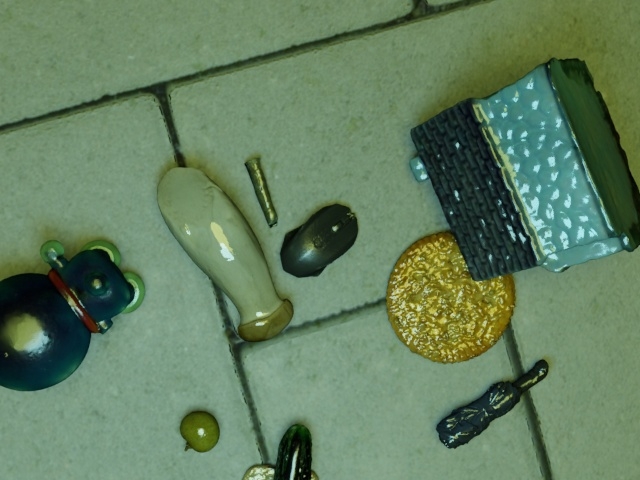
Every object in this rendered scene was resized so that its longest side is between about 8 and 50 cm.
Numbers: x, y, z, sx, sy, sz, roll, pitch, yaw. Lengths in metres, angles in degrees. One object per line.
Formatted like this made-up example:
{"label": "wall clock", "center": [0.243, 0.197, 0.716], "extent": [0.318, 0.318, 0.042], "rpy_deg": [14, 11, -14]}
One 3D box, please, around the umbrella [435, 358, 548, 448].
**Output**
{"label": "umbrella", "center": [0.328, 0.306, 1.743], "extent": [0.248, 0.071, 0.071], "rpy_deg": [-29, 93, -9]}

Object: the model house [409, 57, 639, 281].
{"label": "model house", "center": [0.355, -0.097, 1.676], "extent": [0.339, 0.297, 0.360], "rpy_deg": [-23, 91, 28]}

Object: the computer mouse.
{"label": "computer mouse", "center": [0.000, 0.000, 1.709], "extent": [0.172, 0.057, 0.099], "rpy_deg": [-40, 92, -10]}

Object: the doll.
{"label": "doll", "center": [-0.460, 0.128, 1.586], "extent": [0.322, 0.186, 0.198], "rpy_deg": [-42, 94, -9]}

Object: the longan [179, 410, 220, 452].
{"label": "longan", "center": [-0.219, 0.345, 1.671], "extent": [0.075, 0.075, 0.083], "rpy_deg": [42, 100, -5]}

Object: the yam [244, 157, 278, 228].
{"label": "yam", "center": [-0.102, -0.087, 1.713], "extent": [0.033, 0.027, 0.130], "rpy_deg": [-21, 93, -6]}

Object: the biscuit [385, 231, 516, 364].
{"label": "biscuit", "center": [0.244, 0.106, 1.750], "extent": [0.253, 0.035, 0.254], "rpy_deg": [0, 89, -7]}

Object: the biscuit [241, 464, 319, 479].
{"label": "biscuit", "center": [-0.073, 0.448, 1.712], "extent": [0.147, 0.018, 0.071], "rpy_deg": [6, 91, -8]}

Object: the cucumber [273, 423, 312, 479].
{"label": "cucumber", "center": [-0.052, 0.448, 1.669], "extent": [0.074, 0.074, 0.242], "rpy_deg": [8, 88, -7]}

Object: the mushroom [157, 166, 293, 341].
{"label": "mushroom", "center": [-0.168, 0.021, 1.658], "extent": [0.128, 0.128, 0.350], "rpy_deg": [-31, 97, -7]}
